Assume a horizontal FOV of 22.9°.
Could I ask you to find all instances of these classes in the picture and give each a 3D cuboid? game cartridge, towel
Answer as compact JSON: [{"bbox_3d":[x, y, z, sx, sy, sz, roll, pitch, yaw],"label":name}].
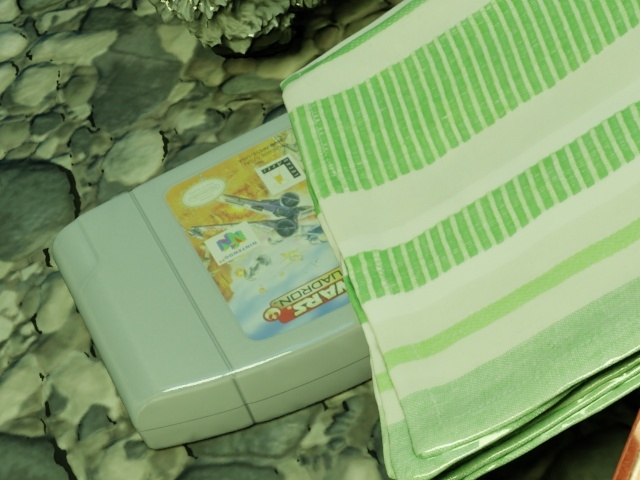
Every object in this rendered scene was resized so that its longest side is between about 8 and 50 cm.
[{"bbox_3d":[0.000,0.000,0.951,0.297,0.062,0.198,-27,40,-8],"label":"game cartridge"},{"bbox_3d":[0.105,-0.044,0.840,0.248,0.038,0.325,-33,42,14],"label":"towel"}]

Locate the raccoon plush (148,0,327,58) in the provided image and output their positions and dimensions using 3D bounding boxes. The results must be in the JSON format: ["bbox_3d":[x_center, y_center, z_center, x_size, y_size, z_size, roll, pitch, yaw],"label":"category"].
[{"bbox_3d":[-0.016,-0.296,0.996,0.299,0.446,0.216,-26,57,23],"label":"raccoon plush"}]

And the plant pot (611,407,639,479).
[{"bbox_3d":[0.198,0.164,0.540,0.235,0.267,0.267,22,82,11],"label":"plant pot"}]
